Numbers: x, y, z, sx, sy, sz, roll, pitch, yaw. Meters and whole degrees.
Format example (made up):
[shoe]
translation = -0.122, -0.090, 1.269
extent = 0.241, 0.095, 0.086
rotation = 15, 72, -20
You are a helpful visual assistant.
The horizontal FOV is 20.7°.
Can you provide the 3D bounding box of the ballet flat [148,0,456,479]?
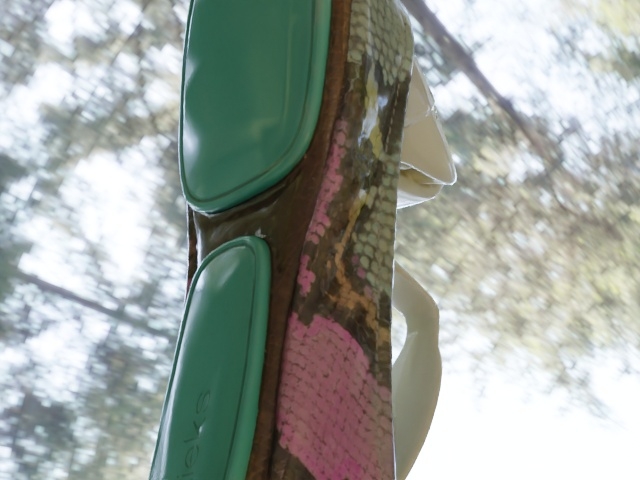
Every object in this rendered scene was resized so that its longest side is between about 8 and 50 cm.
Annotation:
[ballet flat]
translation = 0.000, 0.000, 0.476
extent = 0.077, 0.079, 0.221
rotation = -20, -121, 50
